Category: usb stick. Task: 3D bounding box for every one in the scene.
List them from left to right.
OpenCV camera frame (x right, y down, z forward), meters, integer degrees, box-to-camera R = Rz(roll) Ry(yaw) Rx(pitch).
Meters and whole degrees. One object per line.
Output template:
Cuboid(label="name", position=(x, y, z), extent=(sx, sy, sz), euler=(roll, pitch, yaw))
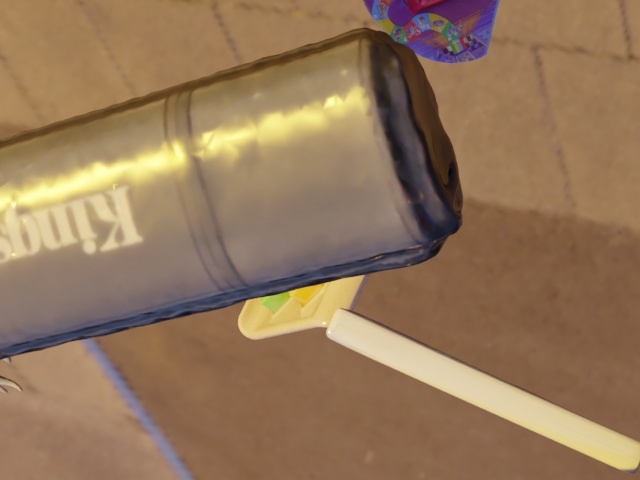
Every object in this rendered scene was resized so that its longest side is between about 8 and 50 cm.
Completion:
Cuboid(label="usb stick", position=(-0.084, -0.003, 0.595), extent=(0.278, 0.045, 0.077), euler=(-14, 102, 25))

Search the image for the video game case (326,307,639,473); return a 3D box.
Cuboid(label="video game case", position=(0.102, 0.094, 1.114), extent=(0.201, 0.023, 0.183), euler=(24, 178, 5))

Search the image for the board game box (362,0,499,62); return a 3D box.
Cuboid(label="board game box", position=(0.108, -0.242, 1.535), extent=(0.133, 0.168, 0.033), euler=(23, 156, -18))

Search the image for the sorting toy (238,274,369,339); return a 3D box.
Cuboid(label="sorting toy", position=(0.000, 0.000, 1.654), extent=(0.038, 0.193, 0.208), euler=(32, 162, -20))

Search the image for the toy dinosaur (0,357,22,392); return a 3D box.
Cuboid(label="toy dinosaur", position=(-0.440, 0.103, 1.776), extent=(0.313, 0.121, 0.160), euler=(-14, 91, 50))
